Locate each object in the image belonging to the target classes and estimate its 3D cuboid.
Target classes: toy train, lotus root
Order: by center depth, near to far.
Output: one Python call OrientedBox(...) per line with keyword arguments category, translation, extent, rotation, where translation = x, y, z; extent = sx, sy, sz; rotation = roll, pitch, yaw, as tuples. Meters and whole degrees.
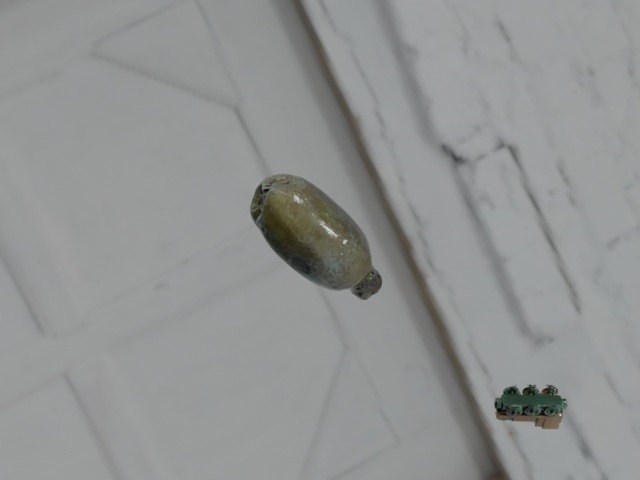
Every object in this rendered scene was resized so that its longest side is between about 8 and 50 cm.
OrientedBox(category="lotus root", translation=(0.000, 0.000, 1.754), extent=(0.192, 0.088, 0.113), rotation=(40, 1, -25))
OrientedBox(category="toy train", translation=(0.291, 0.235, 2.165), extent=(0.064, 0.103, 0.044), rotation=(100, -10, -53))
